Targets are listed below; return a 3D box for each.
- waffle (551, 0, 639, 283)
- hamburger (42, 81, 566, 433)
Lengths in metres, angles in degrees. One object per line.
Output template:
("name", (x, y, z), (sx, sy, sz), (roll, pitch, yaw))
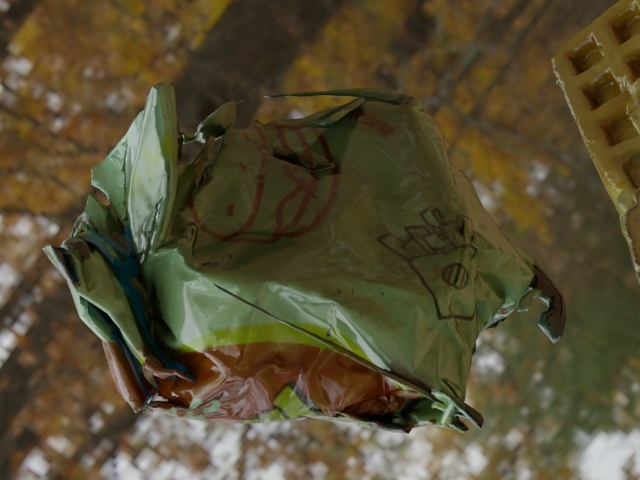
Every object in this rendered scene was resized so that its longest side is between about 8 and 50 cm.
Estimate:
("waffle", (0.183, -0.070, 0.951), (0.032, 0.125, 0.191), (43, -161, -31))
("hamburger", (-0.002, -0.007, 1.048), (0.261, 0.150, 0.276), (14, -159, 18))
